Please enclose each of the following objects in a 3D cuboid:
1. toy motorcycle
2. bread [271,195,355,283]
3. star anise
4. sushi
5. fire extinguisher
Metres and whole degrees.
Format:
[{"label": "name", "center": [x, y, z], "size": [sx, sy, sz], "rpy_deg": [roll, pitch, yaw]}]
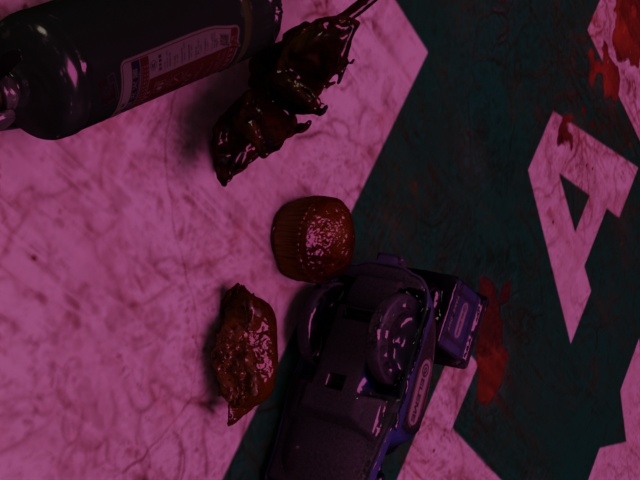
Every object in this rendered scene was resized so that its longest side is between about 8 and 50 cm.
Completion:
[{"label": "toy motorcycle", "center": [0.044, 0.186, 1.101], "size": [0.212, 0.125, 0.358], "rpy_deg": [37, 69, -51]}, {"label": "bread", "center": [0.000, 0.000, 1.062], "size": [0.085, 0.053, 0.085], "rpy_deg": [-14, 108, -50]}, {"label": "star anise", "center": [-0.021, -0.133, 0.963], "size": [0.073, 0.177, 0.234], "rpy_deg": [44, 35, -5]}, {"label": "sushi", "center": [-0.068, 0.097, 0.999], "size": [0.060, 0.061, 0.118], "rpy_deg": [3, 75, -44]}, {"label": "fire extinguisher", "center": [-0.150, -0.129, 0.816], "size": [0.294, 0.118, 0.093], "rpy_deg": [-33, 87, -44]}]
